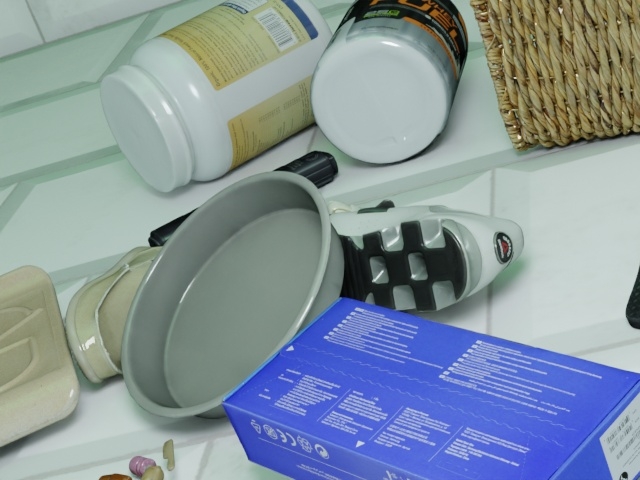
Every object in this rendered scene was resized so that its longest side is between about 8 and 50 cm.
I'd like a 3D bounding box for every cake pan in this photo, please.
[{"bbox_3d":[-0.089,0.063,1.468,0.293,0.054,0.293,-29,41,28],"label":"cake pan"}]

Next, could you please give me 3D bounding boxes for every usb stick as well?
[{"bbox_3d":[-0.105,-0.048,1.895,0.278,0.045,0.077,-28,17,-16],"label":"usb stick"}]

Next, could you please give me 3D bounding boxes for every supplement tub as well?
[{"bbox_3d":[-0.147,-0.228,2.096,0.316,0.228,0.228,-31,25,-25],"label":"supplement tub"},{"bbox_3d":[0.106,-0.252,1.979,0.193,0.194,0.316,-13,24,18],"label":"supplement tub"}]

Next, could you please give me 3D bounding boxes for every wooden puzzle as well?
[{"bbox_3d":[-0.441,0.181,1.635,0.322,0.080,0.348,-24,27,-7],"label":"wooden puzzle"}]

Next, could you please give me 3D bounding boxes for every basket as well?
[{"bbox_3d":[0.328,-0.291,1.738,0.223,0.299,0.213,-8,25,27],"label":"basket"}]

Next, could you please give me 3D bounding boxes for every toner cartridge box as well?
[{"bbox_3d":[0.090,0.149,1.148,0.165,0.075,0.348,-38,31,-29],"label":"toner cartridge box"}]

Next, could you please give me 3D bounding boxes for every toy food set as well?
[{"bbox_3d":[-0.192,0.240,1.357,0.122,0.019,0.078,-28,22,3],"label":"toy food set"}]

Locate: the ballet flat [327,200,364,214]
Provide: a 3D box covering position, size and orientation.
[{"bbox_3d":[0.000,0.000,1.651,0.221,0.079,0.077,-21,22,-1],"label":"ballet flat"}]

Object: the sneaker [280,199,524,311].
[{"bbox_3d":[0.076,0.020,1.525,0.330,0.122,0.146,2,14,45],"label":"sneaker"}]

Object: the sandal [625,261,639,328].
[{"bbox_3d":[0.343,0.027,1.363,0.067,0.040,0.179,-7,40,41],"label":"sandal"}]

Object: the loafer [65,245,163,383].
[{"bbox_3d":[-0.215,0.072,1.644,0.092,0.102,0.268,-18,21,22],"label":"loafer"}]

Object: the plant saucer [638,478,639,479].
[{"bbox_3d":[0.206,0.198,1.105,0.119,0.021,0.119,-17,22,7],"label":"plant saucer"}]
